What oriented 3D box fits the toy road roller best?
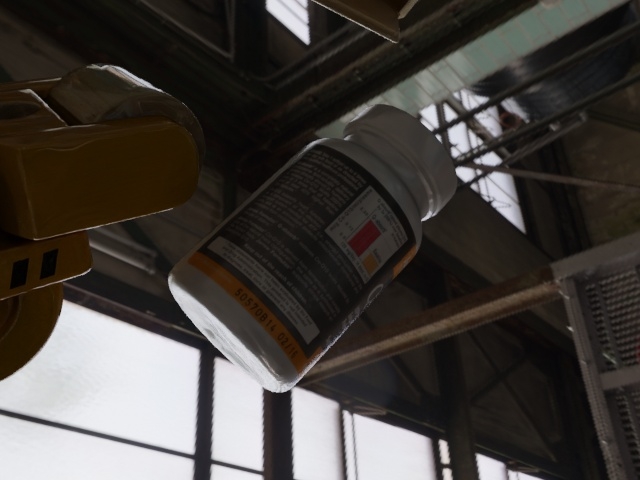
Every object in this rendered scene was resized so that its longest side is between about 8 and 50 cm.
[{"bbox_3d":[-0.278,-0.015,0.655,0.202,0.330,0.240,36,-45,47],"label":"toy road roller"}]

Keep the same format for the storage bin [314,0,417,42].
[{"bbox_3d":[0.080,-0.408,0.846,0.262,0.261,0.123,-45,-138,36],"label":"storage bin"}]

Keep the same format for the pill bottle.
[{"bbox_3d":[0.000,0.000,0.703,0.278,0.162,0.162,-44,-141,-18],"label":"pill bottle"}]
